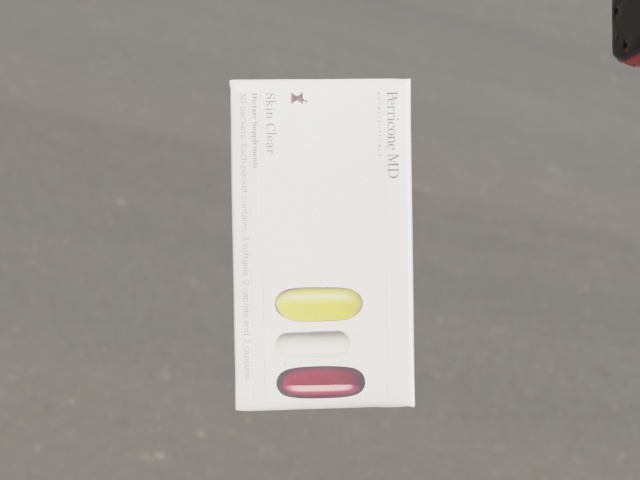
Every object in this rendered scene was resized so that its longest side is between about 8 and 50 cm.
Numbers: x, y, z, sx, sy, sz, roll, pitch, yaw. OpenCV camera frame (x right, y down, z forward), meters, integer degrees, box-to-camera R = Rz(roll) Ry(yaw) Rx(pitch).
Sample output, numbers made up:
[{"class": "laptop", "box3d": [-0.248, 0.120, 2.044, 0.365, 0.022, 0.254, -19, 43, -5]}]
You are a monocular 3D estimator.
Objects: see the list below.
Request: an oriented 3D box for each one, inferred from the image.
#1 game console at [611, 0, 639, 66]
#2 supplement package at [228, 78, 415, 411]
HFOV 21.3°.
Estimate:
[{"class": "game console", "box3d": [0.396, -0.400, 1.827, 0.060, 0.386, 0.342, 1, -4, -12]}, {"class": "supplement package", "box3d": [0.000, 0.000, 1.416, 0.145, 0.261, 0.204, -2, 2, -1]}]
